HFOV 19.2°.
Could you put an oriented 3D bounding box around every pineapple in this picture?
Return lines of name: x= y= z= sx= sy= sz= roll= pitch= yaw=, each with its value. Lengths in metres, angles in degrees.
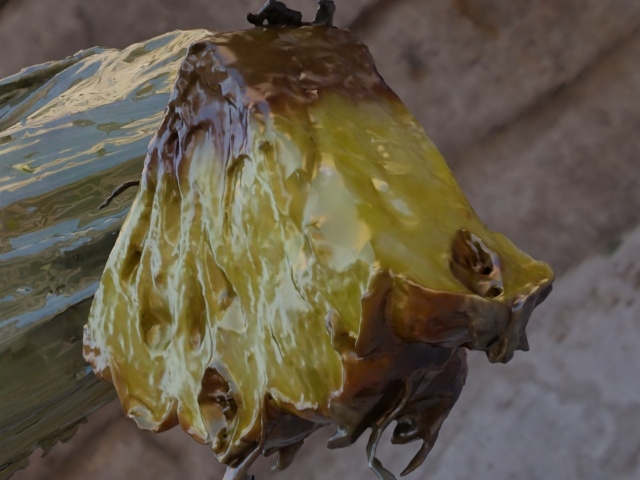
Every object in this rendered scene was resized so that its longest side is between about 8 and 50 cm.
pineapple: x=0.000 y=0.000 z=0.448 sx=0.137 sy=0.069 sz=0.116 roll=-9 pitch=89 yaw=52

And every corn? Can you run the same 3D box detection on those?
corn: x=-0.132 y=0.024 z=0.677 sx=0.305 sy=0.122 sz=0.123 roll=-30 pitch=13 yaw=-16
